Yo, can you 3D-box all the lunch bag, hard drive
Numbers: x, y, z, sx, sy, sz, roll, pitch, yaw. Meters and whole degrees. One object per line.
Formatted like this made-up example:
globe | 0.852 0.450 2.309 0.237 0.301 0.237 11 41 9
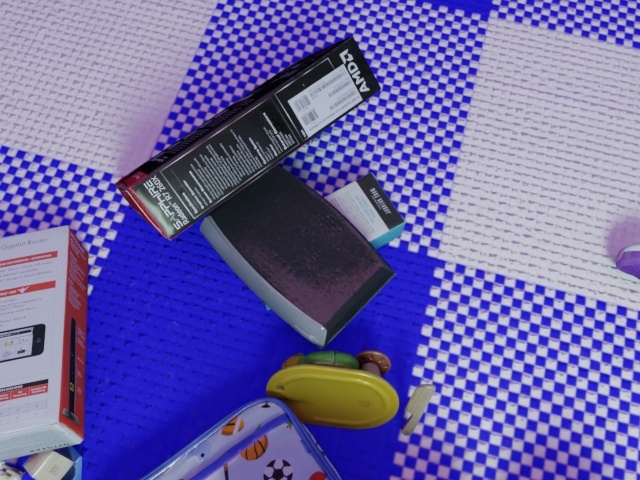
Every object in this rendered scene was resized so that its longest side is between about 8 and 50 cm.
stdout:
lunch bag | -0.120 0.352 0.705 0.303 0.115 0.243 -32 55 -14
hard drive | -0.035 0.009 0.820 0.254 0.054 0.172 43 75 14

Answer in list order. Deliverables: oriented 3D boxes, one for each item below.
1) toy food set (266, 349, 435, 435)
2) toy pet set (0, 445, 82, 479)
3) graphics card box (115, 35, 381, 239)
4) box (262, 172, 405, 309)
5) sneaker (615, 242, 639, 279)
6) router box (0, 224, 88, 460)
toy food set | 0.038 0.195 0.795 0.217 0.128 0.071 7 40 4
toy pet set | -0.366 0.284 0.787 0.114 0.065 0.122 16 61 43
graphics card box | -0.116 -0.152 0.854 0.371 0.233 0.094 -39 109 -14
box | 0.000 0.000 0.886 0.244 0.060 0.101 -28 72 -11
sneaker | 0.547 0.084 0.846 0.236 0.095 0.105 25 78 8
router box | -0.494 0.149 0.777 0.335 0.082 0.301 -11 55 -4
